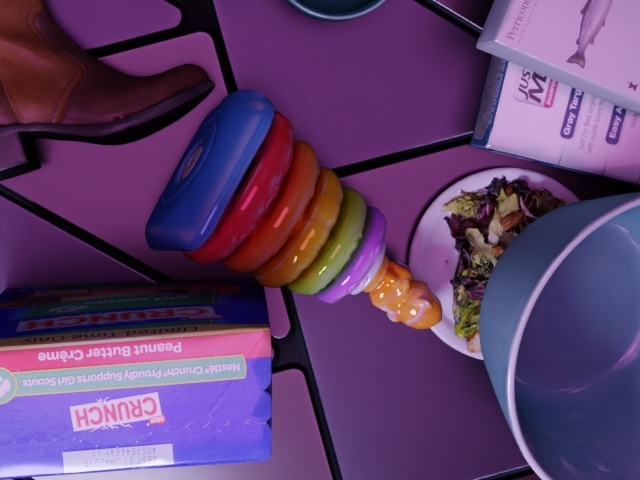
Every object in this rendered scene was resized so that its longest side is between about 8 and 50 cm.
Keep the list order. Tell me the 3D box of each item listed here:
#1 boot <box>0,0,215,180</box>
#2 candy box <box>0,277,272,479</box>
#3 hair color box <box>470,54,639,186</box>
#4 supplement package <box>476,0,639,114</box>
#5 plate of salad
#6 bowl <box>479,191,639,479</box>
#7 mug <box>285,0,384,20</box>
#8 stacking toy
[{"bbox_3d":[-0.262,-0.220,1.365,0.264,0.096,0.280,-17,87,1],"label":"boot"},{"bbox_3d":[-0.179,0.115,1.279,0.268,0.317,0.122,-3,98,-4],"label":"candy box"},{"bbox_3d":[0.339,-0.135,1.385,0.347,0.105,0.174,13,95,-5],"label":"hair color box"},{"bbox_3d":[0.246,-0.189,1.268,0.179,0.105,0.105,21,95,-5],"label":"supplement package"},{"bbox_3d":[0.189,0.027,1.427,0.200,0.048,0.200,0,98,-3],"label":"plate of salad"},{"bbox_3d":[0.278,0.082,1.358,0.311,0.163,0.311,-7,108,-21],"label":"bowl"},{"bbox_3d":[0.025,-0.269,1.352,0.158,0.097,0.129,26,95,-7],"label":"mug"},{"bbox_3d":[0.000,0.000,1.363,0.302,0.175,0.166,32,79,-18],"label":"stacking toy"}]
